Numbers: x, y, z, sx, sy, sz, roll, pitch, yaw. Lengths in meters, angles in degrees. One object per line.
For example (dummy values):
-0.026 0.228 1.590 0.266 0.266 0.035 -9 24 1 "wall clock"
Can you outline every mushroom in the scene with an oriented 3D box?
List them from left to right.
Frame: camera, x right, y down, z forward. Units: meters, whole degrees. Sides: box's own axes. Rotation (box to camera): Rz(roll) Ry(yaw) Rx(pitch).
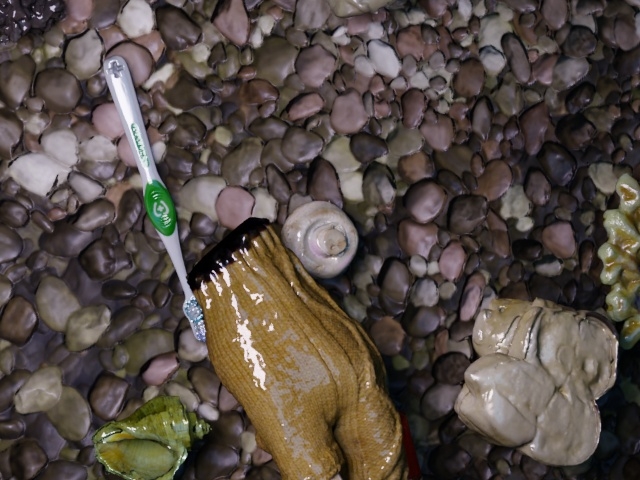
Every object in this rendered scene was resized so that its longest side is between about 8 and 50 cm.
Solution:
0.000 0.000 1.701 0.084 0.067 0.083 1 87 -29 "mushroom"

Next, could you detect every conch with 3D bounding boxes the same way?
-0.167 0.201 1.627 0.121 0.074 0.089 -11 60 -2 "conch"

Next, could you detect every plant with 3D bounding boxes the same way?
-0.292 -0.276 1.571 0.085 0.087 0.174 -5 88 2 "plant"

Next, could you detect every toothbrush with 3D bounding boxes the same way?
-0.165 -0.041 1.655 0.030 0.030 0.303 -20 96 -22 "toothbrush"

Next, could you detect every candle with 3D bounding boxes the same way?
0.076 0.224 1.746 0.052 0.052 0.130 -19 97 -22 "candle"

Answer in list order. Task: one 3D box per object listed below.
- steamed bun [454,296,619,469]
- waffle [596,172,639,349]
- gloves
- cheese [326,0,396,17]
0.221 0.151 1.780 0.192 0.106 0.177 13 81 -31 "steamed bun"
0.411 0.018 1.883 0.204 0.054 0.223 1 91 -23 "waffle"
-0.011 0.146 1.625 0.155 0.203 0.356 -21 97 2 "gloves"
0.035 -0.345 1.700 0.175 0.091 0.202 -40 104 -17 "cheese"
